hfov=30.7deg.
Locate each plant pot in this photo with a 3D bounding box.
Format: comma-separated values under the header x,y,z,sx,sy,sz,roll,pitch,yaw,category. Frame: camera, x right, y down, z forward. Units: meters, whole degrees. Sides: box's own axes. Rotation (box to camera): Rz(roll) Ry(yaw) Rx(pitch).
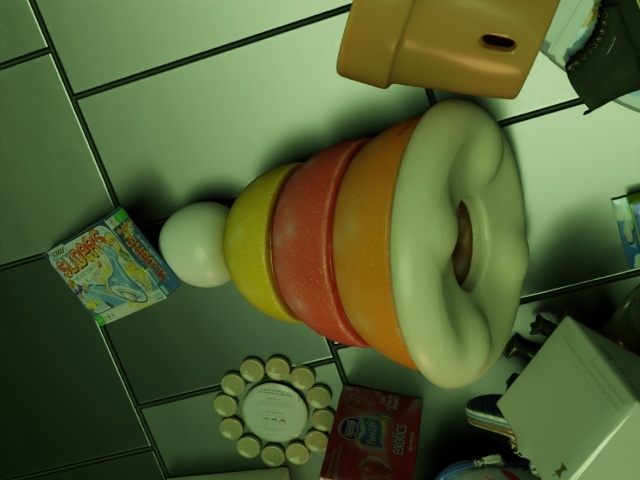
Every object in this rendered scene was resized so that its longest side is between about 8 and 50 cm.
x,y,z,sx,sy,sz,roll,pitch,yaw,category
0.164,-0.288,1.319,0.204,0.291,0.290,22,113,3,plant pot

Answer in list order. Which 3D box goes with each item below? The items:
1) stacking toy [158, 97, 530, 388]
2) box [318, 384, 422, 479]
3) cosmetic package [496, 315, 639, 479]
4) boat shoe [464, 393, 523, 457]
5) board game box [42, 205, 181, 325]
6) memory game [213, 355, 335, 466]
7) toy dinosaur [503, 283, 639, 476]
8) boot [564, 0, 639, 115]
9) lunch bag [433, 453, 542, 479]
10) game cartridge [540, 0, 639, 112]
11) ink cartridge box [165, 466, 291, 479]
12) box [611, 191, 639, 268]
x,y,z,sx,sy,sz,roll,pitch,yaw,category
0.000,0.000,1.507,0.480,0.350,0.350,1,112,30,stacking toy
0.064,0.318,1.591,0.123,0.257,0.128,10,112,5,box
0.415,0.262,1.401,0.366,0.197,0.155,29,107,-27,cosmetic package
0.276,0.252,1.524,0.183,0.066,0.066,11,115,10,boat shoe
-0.292,0.039,1.615,0.136,0.035,0.201,53,142,-11,board game box
-0.068,0.253,1.723,0.186,0.012,0.186,4,111,10,memory game
0.351,0.169,1.574,0.160,0.121,0.313,28,112,-13,toy dinosaur
0.330,-0.251,1.373,0.137,0.077,0.198,-26,103,24,boot
0.204,0.431,1.630,0.243,0.115,0.303,8,119,-36,lunch bag
0.397,-0.263,1.421,0.297,0.062,0.198,27,109,-1,game cartridge
-0.120,0.536,1.782,0.207,0.119,0.353,-7,108,12,ink cartridge box
0.477,-0.022,1.504,0.178,0.042,0.109,-15,107,14,box
